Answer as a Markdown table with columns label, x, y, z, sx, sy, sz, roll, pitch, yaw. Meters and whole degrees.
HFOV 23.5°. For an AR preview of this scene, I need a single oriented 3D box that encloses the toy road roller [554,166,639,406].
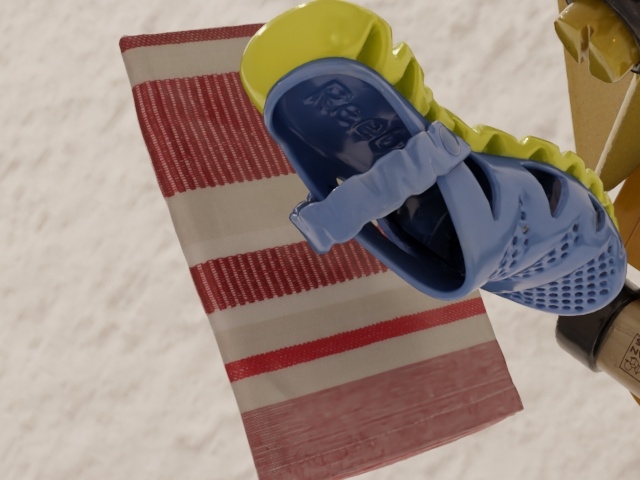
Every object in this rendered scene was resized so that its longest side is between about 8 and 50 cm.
| label | x | y | z | sx | sy | sz | roll | pitch | yaw |
| --- | --- | --- | --- | --- | --- | --- | --- | --- | --- |
| toy road roller | 0.398 | 0.033 | 1.454 | 0.202 | 0.240 | 0.329 | 38 | 113 | 36 |

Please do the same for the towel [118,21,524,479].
| label | x | y | z | sx | sy | sz | roll | pitch | yaw |
| --- | --- | --- | --- | --- | --- | --- | --- | --- | --- |
| towel | 0.000 | 0.000 | 1.089 | 0.037 | 0.237 | 0.329 | -31 | 76 | 48 |

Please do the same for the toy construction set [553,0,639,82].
| label | x | y | z | sx | sy | sz | roll | pitch | yaw |
| --- | --- | --- | --- | --- | --- | --- | --- | --- | --- |
| toy construction set | 0.211 | -0.149 | 0.549 | 0.309 | 0.237 | 0.257 | 21 | 70 | 16 |

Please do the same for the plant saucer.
| label | x | y | z | sx | sy | sz | roll | pitch | yaw |
| --- | --- | --- | --- | --- | --- | --- | --- | --- | --- |
| plant saucer | 0.261 | -0.234 | 1.308 | 0.081 | 0.333 | 0.333 | -4 | 74 | 0 |

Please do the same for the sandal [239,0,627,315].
| label | x | y | z | sx | sy | sz | roll | pitch | yaw |
| --- | --- | --- | --- | --- | --- | --- | --- | --- | --- |
| sandal | 0.077 | -0.015 | 0.965 | 0.126 | 0.317 | 0.138 | -37 | 42 | 34 |
